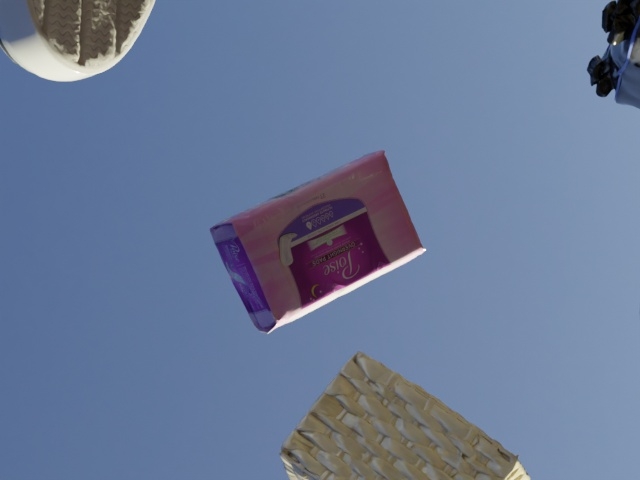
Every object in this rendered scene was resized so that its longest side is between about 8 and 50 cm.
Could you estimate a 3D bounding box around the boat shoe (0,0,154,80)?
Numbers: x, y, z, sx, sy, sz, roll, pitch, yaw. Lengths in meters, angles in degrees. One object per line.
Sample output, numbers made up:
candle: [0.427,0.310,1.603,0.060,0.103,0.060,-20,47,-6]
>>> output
boat shoe: [-0.153,-0.238,1.000,0.121,0.119,0.335,16,-112,-53]

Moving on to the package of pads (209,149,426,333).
package of pads: [0.000,0.000,0.816,0.083,0.032,0.050,-26,-85,-26]

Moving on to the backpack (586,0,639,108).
backpack: [0.232,-0.160,1.104,0.158,0.116,0.173,64,-136,-79]

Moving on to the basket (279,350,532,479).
basket: [0.063,0.173,1.417,0.167,0.113,0.103,33,167,25]
